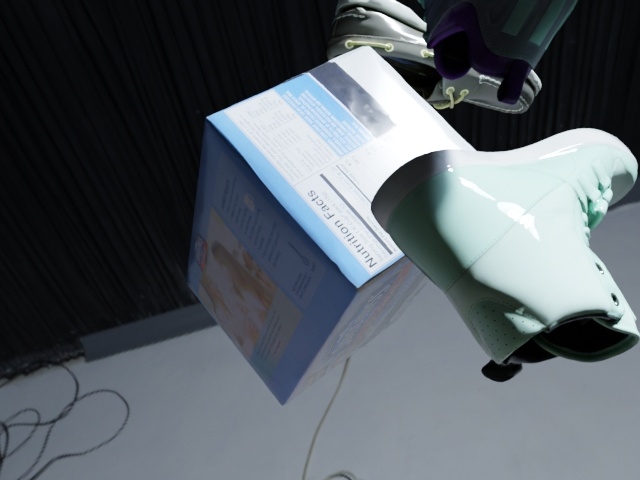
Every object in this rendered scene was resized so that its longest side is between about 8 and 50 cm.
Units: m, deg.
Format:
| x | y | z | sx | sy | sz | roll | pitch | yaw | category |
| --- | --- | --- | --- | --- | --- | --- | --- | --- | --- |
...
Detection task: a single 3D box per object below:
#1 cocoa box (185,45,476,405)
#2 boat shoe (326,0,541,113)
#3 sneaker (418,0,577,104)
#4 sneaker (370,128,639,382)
| x | y | z | sx | sy | sz | roll | pitch | yaw | category |
| --- | --- | --- | --- | --- | --- | --- | --- | --- | --- |
| 0.000 | 0.000 | 0.713 | 0.228 | 0.347 | 0.231 | -33 | 72 | -30 | cocoa box |
| 0.153 | -0.229 | 0.803 | 0.305 | 0.109 | 0.091 | 19 | 79 | -12 | boat shoe |
| 0.079 | -0.163 | 0.383 | 0.083 | 0.098 | 0.224 | 14 | 25 | -21 | sneaker |
| 0.167 | 0.008 | 0.409 | 0.255 | 0.094 | 0.151 | -12 | 59 | -35 | sneaker |
